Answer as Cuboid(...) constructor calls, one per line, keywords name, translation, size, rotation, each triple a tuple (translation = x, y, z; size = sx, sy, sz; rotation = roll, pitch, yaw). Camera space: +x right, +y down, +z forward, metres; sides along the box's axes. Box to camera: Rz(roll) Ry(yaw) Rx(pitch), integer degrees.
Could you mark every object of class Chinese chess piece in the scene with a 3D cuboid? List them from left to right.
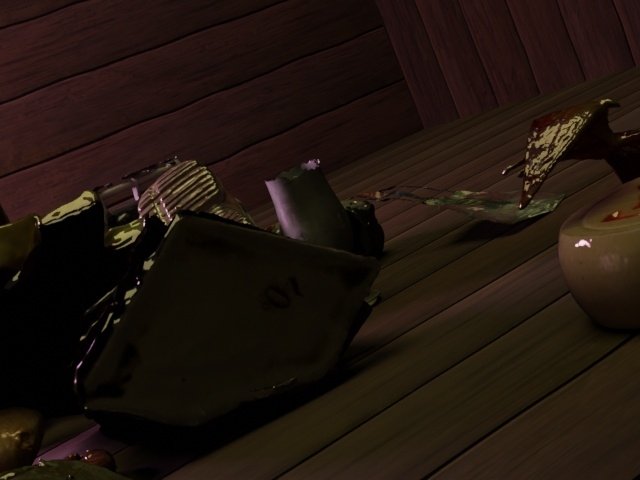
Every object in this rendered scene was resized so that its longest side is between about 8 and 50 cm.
Cuboid(name="Chinese chess piece", translation=(0.363, -0.009, 1.167), size=(0.273, 0.102, 0.273), rotation=(-21, 7, 3))

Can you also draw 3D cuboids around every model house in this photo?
Cuboid(name="model house", translation=(-0.132, 0.124, 1.439), size=(0.317, 0.297, 0.282), rotation=(-64, 13, -20))

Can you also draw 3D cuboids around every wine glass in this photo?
Cuboid(name="wine glass", translation=(0.000, 0.000, 1.711), size=(0.103, 0.222, 0.103), rotation=(-24, 5, 2))

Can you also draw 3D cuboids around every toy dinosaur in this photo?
Cuboid(name="toy dinosaur", translation=(0.307, -0.071, 1.333), size=(0.207, 0.113, 0.327), rotation=(-8, -11, 6))

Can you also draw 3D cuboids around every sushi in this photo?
Cuboid(name="sushi", translation=(0.013, 0.005, 1.987), size=(0.130, 0.124, 0.332), rotation=(-7, 8, 30))

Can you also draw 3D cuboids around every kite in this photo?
Cuboid(name="kite", translation=(0.210, -0.065, 1.946), size=(0.360, 0.022, 0.204), rotation=(5, 17, 33))

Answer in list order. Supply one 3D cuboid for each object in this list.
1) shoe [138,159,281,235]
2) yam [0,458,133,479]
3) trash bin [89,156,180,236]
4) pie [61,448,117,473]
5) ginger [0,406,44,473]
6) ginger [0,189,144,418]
Cuboid(name="shoe", translation=(-0.130, 0.043, 1.807), size=(0.172, 0.198, 0.351), rotation=(-33, 51, 10))
Cuboid(name="yam", translation=(-0.197, 0.249, 0.767), size=(0.168, 0.168, 0.304), rotation=(-22, 9, 5))
Cuboid(name="trash bin", translation=(-0.313, 0.047, 2.104), size=(0.256, 0.296, 0.368), rotation=(-28, 3, -28))
Cuboid(name="pie", translation=(-0.292, 0.275, 1.319), size=(0.154, 0.038, 0.153), rotation=(-24, 9, 4))
Cuboid(name="ginger", translation=(-0.545, 0.322, 1.491), size=(0.363, 0.122, 0.348), rotation=(-7, 17, 44))
Cuboid(name="ginger", translation=(-0.361, 0.044, 1.577), size=(0.358, 0.211, 0.413), rotation=(-47, -41, 17))
